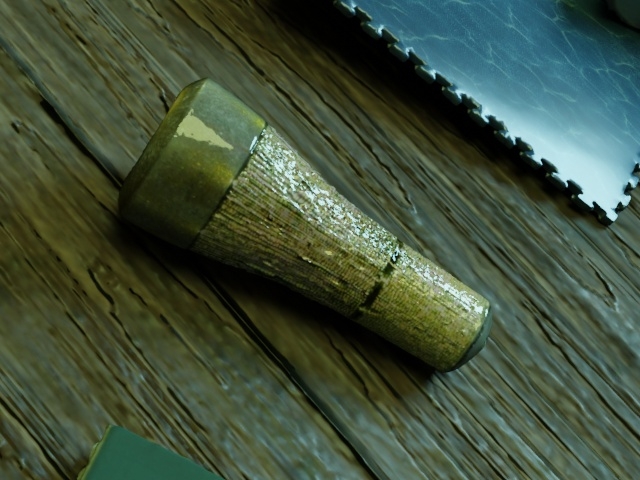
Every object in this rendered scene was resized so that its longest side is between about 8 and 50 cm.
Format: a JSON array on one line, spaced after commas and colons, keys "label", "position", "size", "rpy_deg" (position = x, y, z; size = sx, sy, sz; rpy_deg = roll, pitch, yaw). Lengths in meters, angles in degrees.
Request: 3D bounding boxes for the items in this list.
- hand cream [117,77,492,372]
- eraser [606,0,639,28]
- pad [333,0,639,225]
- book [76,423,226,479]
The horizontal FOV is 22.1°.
[{"label": "hand cream", "position": [0.000, 0.000, 0.839], "size": [0.203, 0.084, 0.084], "rpy_deg": [31, 45, -6]}, {"label": "eraser", "position": [0.273, -0.245, 1.124], "size": [0.174, 0.081, 0.227], "rpy_deg": [4, 55, -3]}, {"label": "pad", "position": [0.122, -0.166, 1.052], "size": [0.269, 0.012, 0.269], "rpy_deg": [37, 45, -7]}, {"label": "book", "position": [0.030, 0.254, 0.665], "size": [0.379, 0.031, 0.264], "rpy_deg": [28, 45, -2]}]
